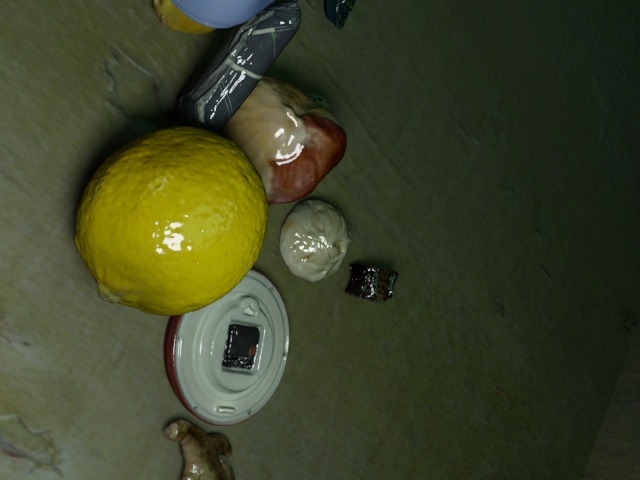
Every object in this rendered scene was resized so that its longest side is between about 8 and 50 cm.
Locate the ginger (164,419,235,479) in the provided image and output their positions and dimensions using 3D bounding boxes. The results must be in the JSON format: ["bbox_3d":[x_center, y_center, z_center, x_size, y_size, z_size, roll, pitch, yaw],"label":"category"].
[{"bbox_3d":[-0.221,0.486,1.907,0.166,0.080,0.333,-27,107,-59],"label":"ginger"}]

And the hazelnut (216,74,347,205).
[{"bbox_3d":[-0.081,-0.198,1.877,0.261,0.241,0.261,0,83,-4],"label":"hazelnut"}]

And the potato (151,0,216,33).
[{"bbox_3d":[-0.181,-0.476,1.813,0.300,0.140,0.173,-20,123,-39],"label":"potato"}]

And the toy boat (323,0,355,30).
[{"bbox_3d":[0.060,-0.573,2.097,0.093,0.103,0.246,10,91,-71],"label":"toy boat"}]

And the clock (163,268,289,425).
[{"bbox_3d":[-0.173,0.207,1.928,0.318,0.080,0.318,-6,98,-46],"label":"clock"}]

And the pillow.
[{"bbox_3d":[-0.156,-0.314,1.766,0.092,0.161,0.335,33,100,-25],"label":"pillow"}]

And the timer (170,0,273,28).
[{"bbox_3d":[-0.175,-0.582,1.668,0.395,0.173,0.395,10,60,-17],"label":"timer"}]

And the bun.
[{"bbox_3d":[0.000,0.000,2.079,0.183,0.102,0.183,-1,92,-46],"label":"bun"}]

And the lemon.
[{"bbox_3d":[-0.247,-0.034,1.658,0.336,0.336,0.336,-5,97,-47],"label":"lemon"}]

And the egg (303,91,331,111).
[{"bbox_3d":[-0.028,-0.268,2.037,0.110,0.085,0.085,-7,99,-38],"label":"egg"}]

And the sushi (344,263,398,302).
[{"bbox_3d":[0.111,0.096,2.213,0.098,0.094,0.084,15,85,-47],"label":"sushi"}]
